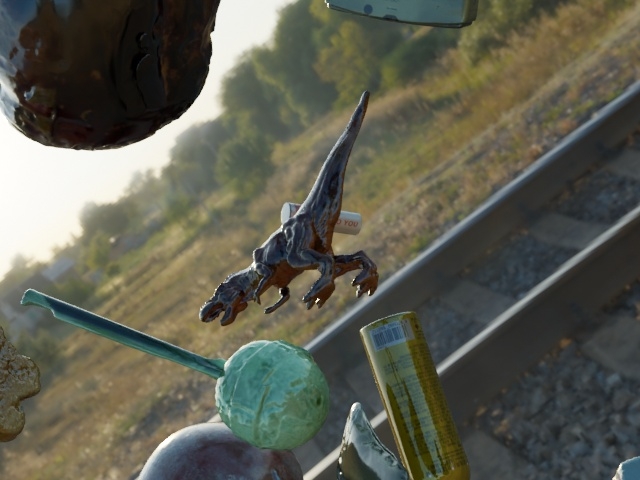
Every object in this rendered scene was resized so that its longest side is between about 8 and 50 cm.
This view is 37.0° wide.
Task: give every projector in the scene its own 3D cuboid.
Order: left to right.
[{"bbox_3d":[0.145,-0.474,1.637,0.270,0.193,0.088,15,24,24],"label":"projector"}]

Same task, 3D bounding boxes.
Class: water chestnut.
[{"bbox_3d":[-0.235,-0.232,0.959,0.289,0.244,0.289,-49,-26,-35],"label":"water chestnut"}]

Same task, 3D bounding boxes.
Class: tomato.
[{"bbox_3d":[-0.158,0.443,1.513,0.317,0.283,0.316,18,-90,-73],"label":"tomato"}]

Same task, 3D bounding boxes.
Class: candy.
[{"bbox_3d":[-0.183,0.127,1.123,0.440,0.119,0.119,18,41,27],"label":"candy"}]

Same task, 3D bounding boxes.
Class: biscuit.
[{"bbox_3d":[-0.400,0.167,1.040,0.036,0.166,0.225,-37,8,25],"label":"biscuit"}]

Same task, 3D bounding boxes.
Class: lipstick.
[{"bbox_3d":[0.002,-0.035,1.572,0.131,0.038,0.038,7,-13,-24],"label":"lipstick"}]

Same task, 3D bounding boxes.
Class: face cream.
[{"bbox_3d":[0.166,0.296,1.578,0.105,0.348,0.105,-17,-14,-5],"label":"face cream"}]

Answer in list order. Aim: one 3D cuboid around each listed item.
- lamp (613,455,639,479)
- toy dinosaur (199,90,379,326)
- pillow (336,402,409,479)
[{"bbox_3d":[0.384,0.191,0.860,0.247,0.301,0.247,-1,32,-2],"label":"lamp"},{"bbox_3d":[0.000,0.000,1.437,0.432,0.208,0.097,-48,-35,3],"label":"toy dinosaur"},{"bbox_3d":[0.069,0.320,1.314,0.217,0.033,0.130,-135,55,-63],"label":"pillow"}]
